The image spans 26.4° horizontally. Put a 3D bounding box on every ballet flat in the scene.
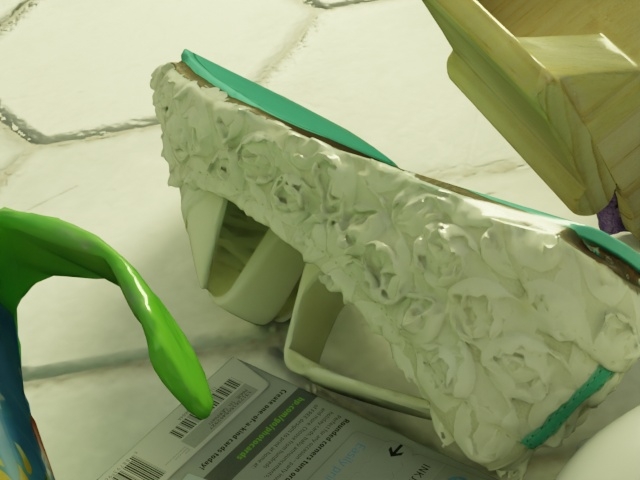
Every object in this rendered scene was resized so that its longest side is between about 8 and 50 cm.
[{"bbox_3d":[0.000,0.000,0.724,0.147,0.147,0.409,-27,30,-21],"label":"ballet flat"}]

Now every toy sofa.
[{"bbox_3d":[0.242,-0.178,0.766,0.363,0.177,0.150,-39,50,4],"label":"toy sofa"}]

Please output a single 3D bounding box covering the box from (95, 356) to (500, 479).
[{"bbox_3d":[-0.015,0.139,0.629,0.186,0.038,0.145,20,46,34],"label":"box"}]

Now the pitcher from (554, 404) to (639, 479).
[{"bbox_3d":[0.172,0.101,0.577,0.207,0.125,0.178,-20,33,-29],"label":"pitcher"}]

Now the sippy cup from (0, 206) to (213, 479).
[{"bbox_3d":[-0.196,0.135,0.540,0.240,0.305,0.224,6,33,-44],"label":"sippy cup"}]
